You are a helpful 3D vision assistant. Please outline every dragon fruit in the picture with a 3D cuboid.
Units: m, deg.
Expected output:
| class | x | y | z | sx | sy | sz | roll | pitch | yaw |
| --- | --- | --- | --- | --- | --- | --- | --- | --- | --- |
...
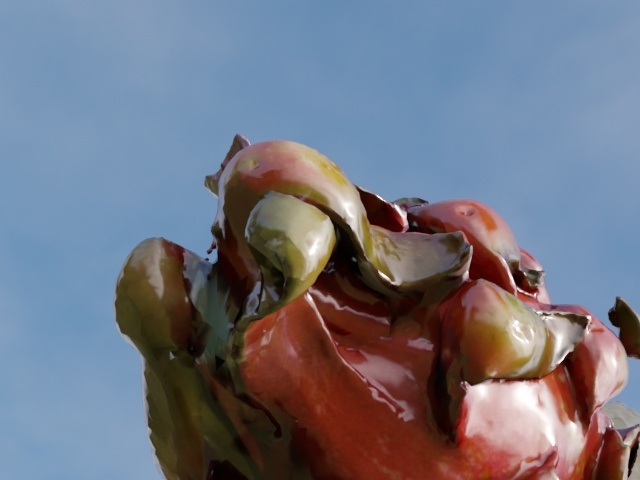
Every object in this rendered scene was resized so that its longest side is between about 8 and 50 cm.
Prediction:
| class | x | y | z | sx | sy | sz | roll | pitch | yaw |
| --- | --- | --- | --- | --- | --- | --- | --- | --- | --- |
| dragon fruit | 0.024 | 0.076 | 0.943 | 0.227 | 0.243 | 0.307 | 0 | -67 | 28 |

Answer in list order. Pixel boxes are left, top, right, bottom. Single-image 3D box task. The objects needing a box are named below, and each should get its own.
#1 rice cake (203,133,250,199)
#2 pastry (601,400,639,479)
| class | x | y | z | sx | sy | sz | roll | pitch | yaw |
| --- | --- | --- | --- | --- | --- | --- | --- | --- | --- |
| rice cake | 0.001 | 0.003 | 1.914 | 0.290 | 0.051 | 0.081 | 39 | -40 | 23 |
| pastry | 0.231 | 0.235 | 1.589 | 0.170 | 0.256 | 0.237 | -37 | -103 | 20 |
